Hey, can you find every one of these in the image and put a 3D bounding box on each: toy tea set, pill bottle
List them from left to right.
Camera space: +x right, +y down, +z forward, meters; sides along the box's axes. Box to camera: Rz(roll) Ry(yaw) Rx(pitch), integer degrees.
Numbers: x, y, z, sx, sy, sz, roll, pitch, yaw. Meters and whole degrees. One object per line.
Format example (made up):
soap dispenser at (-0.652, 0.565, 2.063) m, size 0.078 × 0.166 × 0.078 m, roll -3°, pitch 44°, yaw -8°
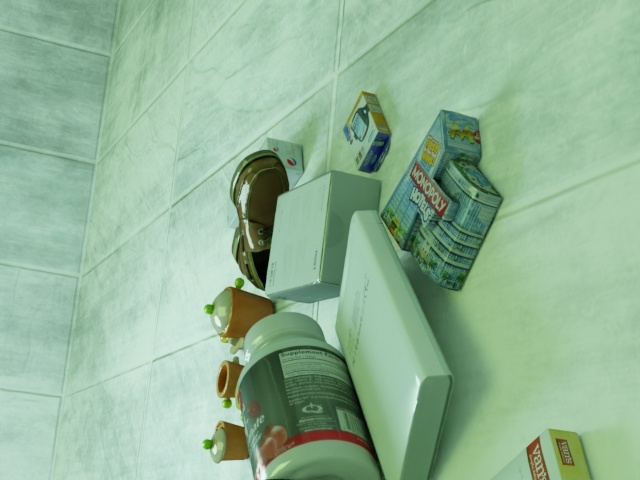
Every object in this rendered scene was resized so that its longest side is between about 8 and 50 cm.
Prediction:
toy tea set at (-0.175, 0.240, 2.130) m, size 0.200 × 0.124 × 0.336 m, roll 133°, pitch 142°, yaw -54°
pill bottle at (-0.028, 0.257, 1.707) m, size 0.319 × 0.176 × 0.176 m, roll -107°, pitch 36°, yaw -50°

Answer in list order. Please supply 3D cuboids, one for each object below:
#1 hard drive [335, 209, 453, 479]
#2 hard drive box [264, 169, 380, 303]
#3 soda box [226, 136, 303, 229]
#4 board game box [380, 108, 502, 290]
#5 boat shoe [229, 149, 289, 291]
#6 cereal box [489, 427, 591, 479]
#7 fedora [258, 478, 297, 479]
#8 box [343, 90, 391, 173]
hard drive at (0.091, 0.153, 1.577) m, size 0.353 × 0.047 × 0.233 m, roll -109°, pitch 22°, yaw -52°
hard drive box at (0.000, 0.000, 1.878) m, size 0.232 × 0.089 × 0.181 m, roll 162°, pitch 117°, yaw -65°
soda box at (-0.109, -0.102, 2.208) m, size 0.216 × 0.073 × 0.069 m, roll 127°, pitch 146°, yaw -46°
board game box at (0.167, -0.066, 1.551) m, size 0.194 × 0.060 × 0.194 m, roll -118°, pitch 43°, yaw -57°
boat shoe at (-0.094, -0.031, 2.061) m, size 0.307 × 0.110 × 0.104 m, roll 93°, pitch 153°, yaw -52°
cereal box at (0.217, 0.337, 1.249) m, size 0.240 × 0.047 × 0.173 m, roll 123°, pitch 149°, yaw -42°
fedora at (-0.084, 0.483, 1.539) m, size 0.152 × 0.334 × 0.334 m, roll 131°, pitch 145°, yaw -68°
box at (0.075, -0.172, 1.863) m, size 0.136 × 0.028 × 0.081 m, roll -104°, pitch 34°, yaw -50°
